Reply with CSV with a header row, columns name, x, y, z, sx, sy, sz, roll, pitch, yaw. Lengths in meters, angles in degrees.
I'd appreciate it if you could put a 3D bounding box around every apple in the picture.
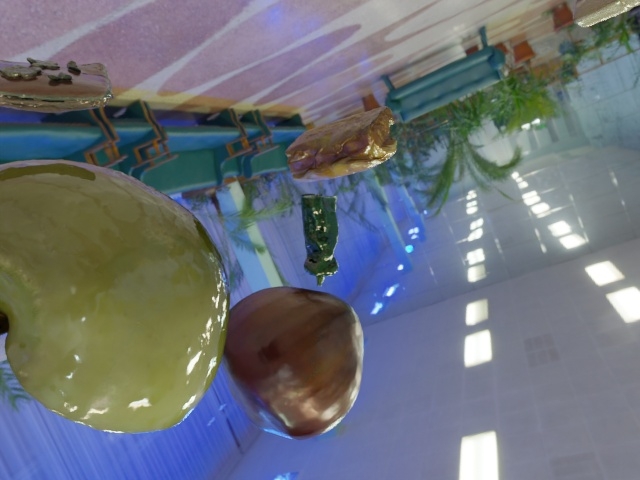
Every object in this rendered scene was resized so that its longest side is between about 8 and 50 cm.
name,x,y,z,sx,sy,sz,roll,pitch,yaw
apple,-0.234,0.041,0.451,0.295,0.233,0.258,8,-176,13

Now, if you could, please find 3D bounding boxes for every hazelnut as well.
name,x,y,z,sx,sy,sz,roll,pitch,yaw
hazelnut,-0.064,0.281,1.056,0.359,0.359,0.409,-24,168,-11

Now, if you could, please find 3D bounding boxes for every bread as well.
name,x,y,z,sx,sy,sz,roll,pitch,yaw
bread,0.064,-0.268,1.341,0.344,0.149,0.195,-7,-147,37

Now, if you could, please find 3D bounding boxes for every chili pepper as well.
name,x,y,z,sx,sy,sz,roll,pitch,yaw
chili pepper,0.000,0.000,1.331,0.099,0.270,0.136,-2,-178,23

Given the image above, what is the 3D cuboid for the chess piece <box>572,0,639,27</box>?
name,x,y,z,sx,sy,sz,roll,pitch,yaw
chess piece,0.528,-0.429,0.664,0.137,0.137,0.301,-26,-170,-36

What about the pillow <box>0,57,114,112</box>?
name,x,y,z,sx,sy,sz,roll,pitch,yaw
pillow,-0.324,-0.154,0.426,0.232,0.043,0.126,-3,-152,-27
